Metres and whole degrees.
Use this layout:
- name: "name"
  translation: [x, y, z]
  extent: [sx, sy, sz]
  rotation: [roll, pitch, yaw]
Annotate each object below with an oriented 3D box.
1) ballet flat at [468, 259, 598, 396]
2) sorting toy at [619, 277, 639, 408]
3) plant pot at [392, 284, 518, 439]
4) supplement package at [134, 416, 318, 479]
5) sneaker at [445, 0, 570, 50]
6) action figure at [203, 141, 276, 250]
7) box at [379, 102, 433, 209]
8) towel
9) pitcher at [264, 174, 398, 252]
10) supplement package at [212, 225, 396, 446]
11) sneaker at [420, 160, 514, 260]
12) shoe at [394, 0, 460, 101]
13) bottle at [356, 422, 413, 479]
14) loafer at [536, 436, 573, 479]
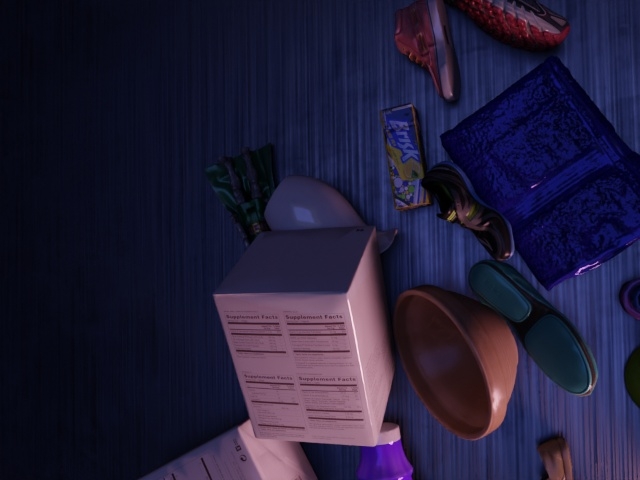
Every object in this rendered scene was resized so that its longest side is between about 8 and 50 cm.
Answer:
- name: "ballet flat"
  translation: [0.330, 0.120, 0.913]
  extent: [0.247, 0.087, 0.083]
  rotation: [50, 122, 25]
- name: "sorting toy"
  translation: [0.510, 0.229, 0.837]
  extent: [0.126, 0.126, 0.366]
  rotation: [-18, 84, 17]
- name: "plant pot"
  translation: [0.218, 0.168, 0.916]
  extent: [0.109, 0.237, 0.238]
  rotation: [-21, 80, -22]
- name: "supplement package"
  translation: [-0.180, 0.435, 1.031]
  extent: [0.292, 0.177, 0.175]
  rotation: [-32, 80, 15]
- name: "sneaker"
  translation: [0.265, -0.408, 0.938]
  extent: [0.299, 0.121, 0.112]
  rotation: [44, 99, 15]
- name: "action figure"
  translation: [-0.119, -0.048, 1.089]
  extent: [0.137, 0.063, 0.233]
  rotation: [-21, 86, 14]
- name: "box"
  translation: [0.144, -0.138, 1.005]
  extent: [0.059, 0.054, 0.169]
  rotation: [-10, 86, 18]
- name: "towel"
  translation: [0.356, -0.105, 0.922]
  extent: [0.227, 0.076, 0.308]
  rotation: [-36, 78, 13]
- name: "pitcher"
  translation: [0.000, 0.000, 1.021]
  extent: [0.207, 0.125, 0.178]
  rotation: [32, 106, 4]
- name: "supplement package"
  translation: [-0.009, 0.140, 0.921]
  extent: [0.197, 0.199, 0.263]
  rotation: [-3, 116, 18]
- name: "sneaker"
  translation: [0.226, -0.039, 0.940]
  extent: [0.078, 0.067, 0.188]
  rotation: [-30, 74, -27]
- name: "shoe"
  translation: [0.176, -0.310, 0.999]
  extent: [0.081, 0.063, 0.178]
  rotation: [-11, 90, 32]
- name: "bottle"
  translation: [0.113, 0.446, 0.978]
  extent: [0.118, 0.092, 0.283]
  rotation: [-7, 86, 19]
- name: "loafer"
  translation: [0.363, 0.378, 0.921]
  extent: [0.050, 0.056, 0.148]
  rotation: [-9, 76, 19]
